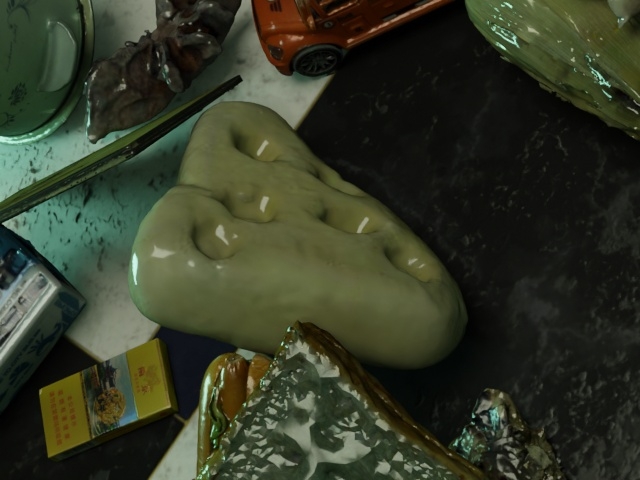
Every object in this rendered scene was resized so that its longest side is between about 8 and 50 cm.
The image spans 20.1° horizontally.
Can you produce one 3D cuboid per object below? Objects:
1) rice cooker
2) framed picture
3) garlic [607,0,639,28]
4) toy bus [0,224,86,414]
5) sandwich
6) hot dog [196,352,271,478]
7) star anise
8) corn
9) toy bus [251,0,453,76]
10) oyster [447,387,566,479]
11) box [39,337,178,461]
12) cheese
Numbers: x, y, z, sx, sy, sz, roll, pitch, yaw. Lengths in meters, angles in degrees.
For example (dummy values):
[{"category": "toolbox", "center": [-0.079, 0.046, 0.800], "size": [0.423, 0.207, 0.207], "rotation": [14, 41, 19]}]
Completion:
[{"category": "rice cooker", "center": [-0.411, -0.237, 2.083], "size": [0.317, 0.317, 0.264], "rotation": [18, 105, 33]}, {"category": "framed picture", "center": [-0.265, -0.074, 1.940], "size": [0.339, 0.255, 0.014], "rotation": [-24, 100, 31]}, {"category": "garlic", "center": [0.322, -0.355, 1.785], "size": [0.279, 0.132, 0.325], "rotation": [18, 48, 32]}, {"category": "toy bus", "center": [-0.398, 0.133, 1.997], "size": [0.131, 0.106, 0.297], "rotation": [37, 87, 19]}, {"category": "sandwich", "center": [-0.010, 0.269, 1.634], "size": [0.271, 0.099, 0.301], "rotation": [40, 95, 16]}, {"category": "hot dog", "center": [-0.078, 0.230, 1.750], "size": [0.100, 0.068, 0.249], "rotation": [8, 106, 29]}, {"category": "star anise", "center": [-0.188, -0.211, 2.037], "size": [0.257, 0.110, 0.198], "rotation": [-50, 21, -8]}, {"category": "corn", "center": [0.268, -0.197, 1.796], "size": [0.305, 0.123, 0.122], "rotation": [39, 121, 35]}, {"category": "toy bus", "center": [0.062, -0.310, 1.946], "size": [0.329, 0.153, 0.143], "rotation": [-23, 60, 17]}, {"category": "oyster", "center": [0.176, 0.217, 1.695], "size": [0.103, 0.051, 0.148], "rotation": [-49, 64, 8]}, {"category": "box", "center": [-0.230, 0.172, 1.948], "size": [0.155, 0.023, 0.087], "rotation": [-24, 55, 16]}, {"category": "cheese", "center": [0.000, 0.000, 1.821], "size": [0.328, 0.129, 0.351], "rotation": [18, 31, 2]}]
